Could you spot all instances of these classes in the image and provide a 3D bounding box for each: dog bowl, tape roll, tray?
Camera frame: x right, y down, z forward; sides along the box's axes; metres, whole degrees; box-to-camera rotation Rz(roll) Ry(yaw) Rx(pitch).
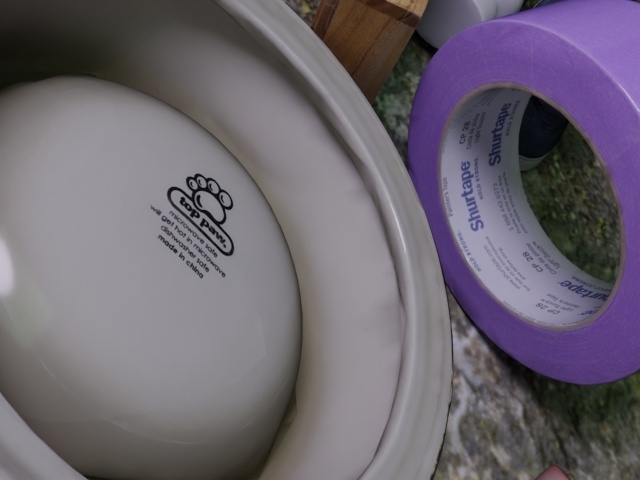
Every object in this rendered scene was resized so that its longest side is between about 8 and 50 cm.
[{"bbox_3d":[-0.100,0.011,0.486,0.408,0.150,0.408,29,47,-36],"label":"dog bowl"},{"bbox_3d":[0.182,-0.036,0.606,0.090,0.275,0.275,-22,73,-25],"label":"tape roll"},{"bbox_3d":[0.074,-0.292,0.737,0.076,0.203,0.411,25,60,-5],"label":"tray"}]

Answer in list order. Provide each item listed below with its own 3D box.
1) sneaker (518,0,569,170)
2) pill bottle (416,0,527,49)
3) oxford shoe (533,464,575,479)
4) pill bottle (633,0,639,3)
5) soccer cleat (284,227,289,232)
[{"bbox_3d":[0.244,-0.192,0.768,0.086,0.163,0.226,23,59,-4],"label":"sneaker"},{"bbox_3d":[0.166,-0.272,0.813,0.108,0.108,0.180,37,61,2],"label":"pill bottle"},{"bbox_3d":[0.218,0.351,0.538,0.146,0.140,0.397,-34,82,3],"label":"oxford shoe"},{"bbox_3d":[0.416,-0.221,0.860,0.119,0.119,0.208,-2,66,-18],"label":"pill bottle"},{"bbox_3d":[0.000,0.000,0.676,0.083,0.029,0.035,27,51,-7],"label":"soccer cleat"}]
